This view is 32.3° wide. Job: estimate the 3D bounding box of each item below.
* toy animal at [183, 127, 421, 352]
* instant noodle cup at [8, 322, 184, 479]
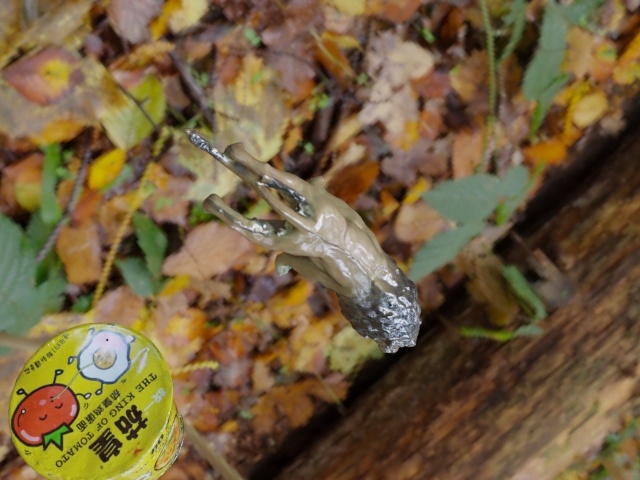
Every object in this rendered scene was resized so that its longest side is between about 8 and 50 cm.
[{"bbox_3d":[-0.010,-0.008,0.692,0.220,0.086,0.069,39,89,-34],"label":"toy animal"},{"bbox_3d":[-0.239,0.201,1.247,0.182,0.182,0.144,-35,156,-9],"label":"instant noodle cup"}]
